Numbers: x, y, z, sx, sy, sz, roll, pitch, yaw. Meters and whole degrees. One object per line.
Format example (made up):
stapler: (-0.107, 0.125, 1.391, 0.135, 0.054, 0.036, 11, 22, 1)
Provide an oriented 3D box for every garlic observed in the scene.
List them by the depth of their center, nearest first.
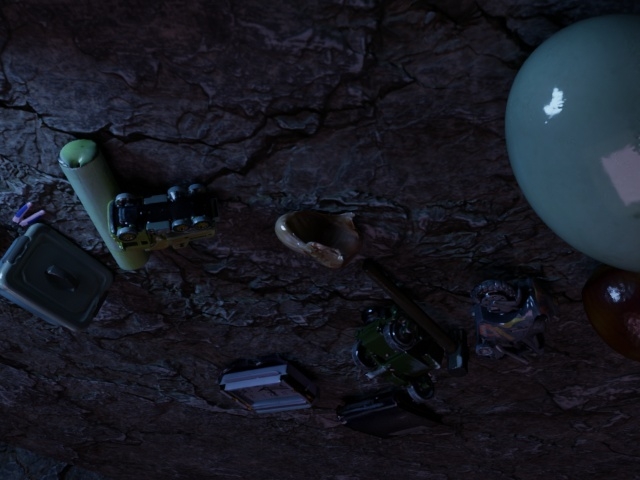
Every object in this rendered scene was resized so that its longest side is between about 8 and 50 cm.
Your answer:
garlic: (-0.001, -0.005, 1.057, 0.175, 0.099, 0.124, 25, 157, -14)

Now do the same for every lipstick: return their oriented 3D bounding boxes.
lipstick: (-0.401, -0.058, 1.070, 0.076, 0.076, 0.304, 3, 140, 7)

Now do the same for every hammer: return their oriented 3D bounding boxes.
hammer: (0.209, 0.161, 1.224, 0.044, 0.111, 0.365, -28, 123, 34)

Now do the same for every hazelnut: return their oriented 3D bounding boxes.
hazelnut: (0.582, 0.125, 1.011, 0.209, 0.208, 0.208, 5, 141, 4)

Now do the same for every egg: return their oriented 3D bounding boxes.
egg: (0.393, -0.108, 0.699, 0.389, 0.275, 0.276, 36, 134, -27)

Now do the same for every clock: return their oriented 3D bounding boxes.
clock: (-0.142, 0.406, 1.588, 0.254, 0.083, 0.186, -15, 136, 27)

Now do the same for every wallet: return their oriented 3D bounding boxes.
wallet: (0.209, 0.527, 1.697, 0.221, 0.071, 0.262, -29, 132, 31)

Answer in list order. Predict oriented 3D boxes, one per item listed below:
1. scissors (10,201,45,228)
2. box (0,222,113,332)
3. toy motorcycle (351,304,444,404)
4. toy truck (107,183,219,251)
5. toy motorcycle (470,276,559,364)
scissors: (-0.612, -0.047, 1.171, 0.113, 0.012, 0.039, -25, 130, 35)
box: (-0.582, 0.085, 1.220, 0.130, 0.162, 0.227, -8, 140, 35)
toy motorcycle: (0.196, 0.262, 1.326, 0.275, 0.127, 0.205, 32, 135, -16)
toy truck: (-0.282, -0.032, 1.040, 0.191, 0.085, 0.116, -10, 153, -12)
toy motorcycle: (0.403, 0.168, 1.179, 0.174, 0.108, 0.307, -9, 141, 12)
